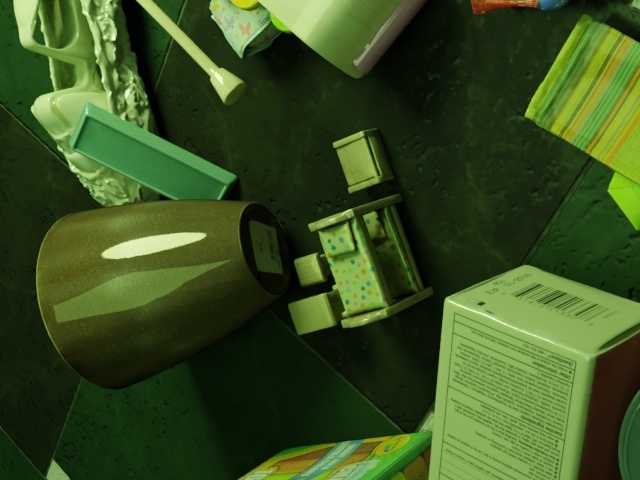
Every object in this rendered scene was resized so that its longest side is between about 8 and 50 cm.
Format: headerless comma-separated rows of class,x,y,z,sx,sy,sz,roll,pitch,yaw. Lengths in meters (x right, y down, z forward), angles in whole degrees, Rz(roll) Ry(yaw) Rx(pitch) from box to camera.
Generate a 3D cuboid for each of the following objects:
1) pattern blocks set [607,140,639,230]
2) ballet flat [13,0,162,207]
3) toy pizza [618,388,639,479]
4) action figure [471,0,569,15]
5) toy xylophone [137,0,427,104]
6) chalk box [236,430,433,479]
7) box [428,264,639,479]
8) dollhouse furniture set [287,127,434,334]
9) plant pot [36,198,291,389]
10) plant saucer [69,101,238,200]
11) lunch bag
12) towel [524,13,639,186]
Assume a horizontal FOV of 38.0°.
pattern blocks set,0.368,-0.001,0.735,0.285,0.026,0.324,37,122,24
ballet flat,-0.296,-0.211,1.113,0.147,0.147,0.408,-2,102,37
toy pizza,0.344,0.172,0.745,0.201,0.032,0.201,5,105,18
action figure,0.251,-0.250,0.712,0.280,0.091,0.139,8,119,35
toy xylophone,-0.065,-0.280,0.906,0.236,0.081,0.322,-41,76,15
chalk box,0.042,0.318,0.971,0.289,0.180,0.179,-18,91,37
box,0.195,0.160,0.827,0.149,0.127,0.232,21,118,41
dollhouse furniture set,0.000,0.000,0.965,0.161,0.101,0.181,-19,90,39
plant pot,-0.157,0.039,1.050,0.231,0.215,0.215,-17,91,24
plant saucer,-0.195,-0.088,1.076,0.192,0.018,0.067,26,124,-11
lunch bag,-0.072,-0.245,0.986,0.083,0.053,0.071,-38,78,26
towel,0.284,-0.083,0.746,0.237,0.021,0.102,37,122,24
